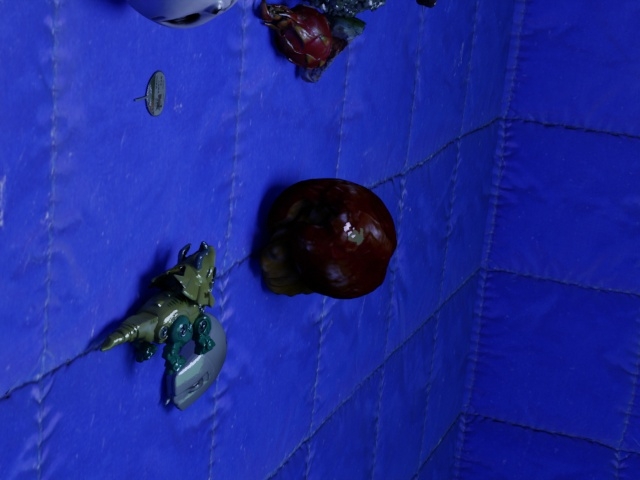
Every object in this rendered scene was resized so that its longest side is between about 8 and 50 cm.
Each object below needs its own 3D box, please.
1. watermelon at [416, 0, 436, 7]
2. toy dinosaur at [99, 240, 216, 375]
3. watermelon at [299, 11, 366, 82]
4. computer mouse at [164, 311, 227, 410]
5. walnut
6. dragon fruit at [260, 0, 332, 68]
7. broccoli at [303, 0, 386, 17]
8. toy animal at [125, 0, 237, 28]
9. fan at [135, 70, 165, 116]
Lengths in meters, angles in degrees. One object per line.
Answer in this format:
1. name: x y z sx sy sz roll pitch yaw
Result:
1. watermelon: 0.201 -0.597 2.196 0.279 0.279 0.359 -12 112 -70
2. toy dinosaur: -0.217 0.114 1.683 0.259 0.094 0.153 -43 140 -48
3. watermelon: 0.007 -0.331 2.072 0.139 0.071 0.187 -55 -170 1
4. computer mouse: -0.183 0.187 1.865 0.181 0.056 0.089 -59 148 -44
5. walnut: 0.000 0.000 2.101 0.269 0.244 0.221 37 26 -62
6. dragon fruit: -0.038 -0.341 1.948 0.190 0.094 0.094 42 61 -58
7. broccoli: 0.015 -0.494 1.972 0.199 0.177 0.274 -23 98 -46
8. toy animal: -0.150 -0.352 1.478 0.187 0.165 0.235 -40 -168 35
9. fan: -0.221 -0.186 1.624 0.060 0.003 0.080 81 27 -43
